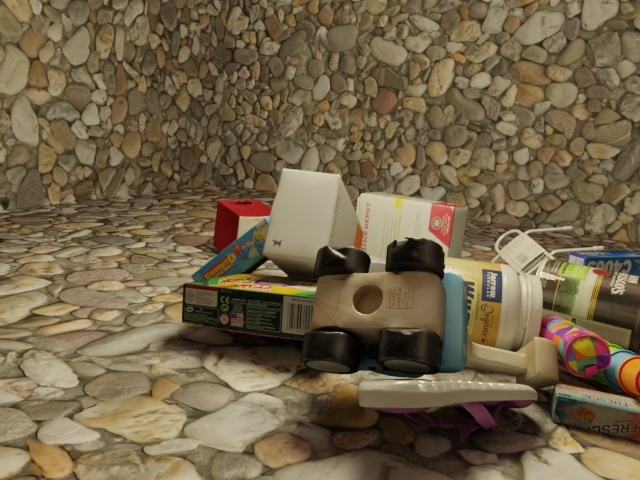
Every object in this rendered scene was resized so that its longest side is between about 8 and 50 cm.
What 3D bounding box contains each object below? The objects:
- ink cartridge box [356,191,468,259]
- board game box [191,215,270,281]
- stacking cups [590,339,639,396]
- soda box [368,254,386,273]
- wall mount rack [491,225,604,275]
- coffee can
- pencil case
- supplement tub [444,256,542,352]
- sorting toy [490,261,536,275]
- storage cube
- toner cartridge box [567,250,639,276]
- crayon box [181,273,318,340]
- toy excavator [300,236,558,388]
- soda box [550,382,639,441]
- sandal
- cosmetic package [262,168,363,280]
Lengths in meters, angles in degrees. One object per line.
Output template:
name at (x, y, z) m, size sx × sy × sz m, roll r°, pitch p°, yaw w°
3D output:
ink cartridge box at (0.332, -0.023, 2.015) m, size 0.384 × 0.280 × 0.160 m, roll 13°, pitch 14°, yaw 33°
board game box at (-0.196, 0.026, 1.633) m, size 0.301 × 0.086 × 0.308 m, roll -36°, pitch -1°, yaw 19°
stacking cups at (0.630, 0.262, 1.073) m, size 0.095 × 0.096 × 0.316 m, roll 5°, pitch -4°, yaw 3°
soda box at (0.084, 0.097, 1.806) m, size 0.286 × 0.098 × 0.091 m, roll 6°, pitch 13°, yaw 1°
wall mount rack at (0.760, 0.047, 1.828) m, size 0.130 × 0.304 × 0.350 m, roll 45°, pitch 12°, yaw -18°
coffee can at (0.743, 0.173, 1.471) m, size 0.275 × 0.202 × 0.201 m, roll 12°, pitch 14°, yaw 33°
pencil case at (0.548, 0.230, 1.182) m, size 0.104 × 0.105 × 0.236 m, roll 6°, pitch 2°, yaw 7°
supplement tub at (0.358, 0.160, 1.312) m, size 0.315 × 0.229 × 0.228 m, roll 7°, pitch 12°, yaw 10°
sorting toy at (0.730, 0.118, 2.071) m, size 0.195 × 0.047 × 0.347 m, roll 14°, pitch 15°, yaw 36°
storage cube at (-0.277, -0.035, 2.021) m, size 0.183 × 0.215 × 0.193 m, roll -3°, pitch 21°, yaw -35°
toner cartridge box at (1.022, 0.125, 1.883) m, size 0.347 × 0.165 × 0.075 m, roll -1°, pitch 15°, yaw -22°
crayon box at (-0.098, 0.152, 1.308) m, size 0.362 × 0.106 × 0.313 m, roll 4°, pitch 3°, yaw 18°
toy excavator at (0.229, 0.187, 1.056) m, size 0.432 × 0.223 × 0.445 m, roll -4°, pitch -28°, yaw 24°
soda box at (0.541, 0.328, 1.017) m, size 0.183 × 0.058 × 0.063 m, roll 8°, pitch 13°, yaw 17°
sandal at (0.223, 0.297, 0.935) m, size 0.416 × 0.102 × 0.169 m, roll 13°, pitch -18°, yaw -35°
cosmetic package at (0.000, 0.000, 1.491) m, size 0.161 × 0.230 × 0.453 m, roll 7°, pitch -15°, yaw 15°
